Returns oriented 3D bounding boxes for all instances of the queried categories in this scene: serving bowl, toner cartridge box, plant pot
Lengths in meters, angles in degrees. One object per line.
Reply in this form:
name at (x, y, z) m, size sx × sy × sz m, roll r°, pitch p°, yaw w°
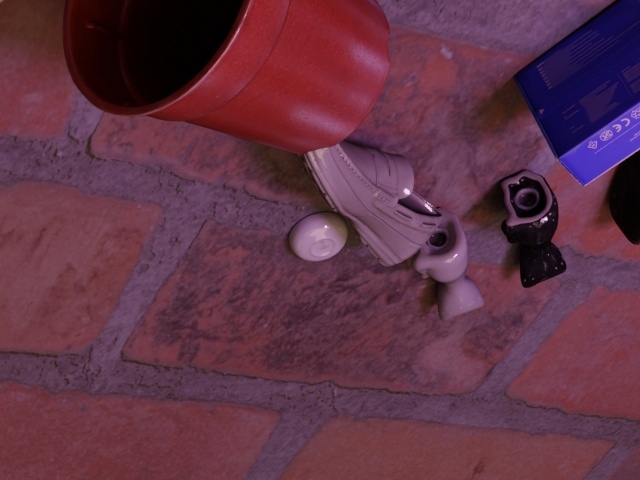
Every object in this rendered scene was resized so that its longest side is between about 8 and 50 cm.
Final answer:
serving bowl at (0.000, 0.000, 1.988) m, size 0.083 × 0.027 × 0.083 m, roll -12°, pitch 138°, yaw -11°
toner cartridge box at (0.419, -0.232, 1.806) m, size 0.348 × 0.165 × 0.075 m, roll -35°, pitch 134°, yaw 18°
plant pot at (-0.080, -0.222, 1.552) m, size 0.272 × 0.272 × 0.265 m, roll -42°, pitch 144°, yaw 22°

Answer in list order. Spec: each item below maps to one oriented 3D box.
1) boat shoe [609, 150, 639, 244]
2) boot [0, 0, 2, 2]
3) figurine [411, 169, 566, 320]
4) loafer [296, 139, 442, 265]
boat shoe at (0.501, -0.125, 2.016) m, size 0.120 × 0.122 × 0.324 m, roll -10°, pitch 147°, yaw -21°
boot at (-0.344, -0.343, 1.420) m, size 0.176 × 0.088 × 0.244 m, roll -39°, pitch 145°, yaw 19°
figurine at (0.240, 0.025, 2.083) m, size 0.215 × 0.092 × 0.209 m, roll -23°, pitch 144°, yaw 2°
loafer at (0.060, -0.078, 1.876) m, size 0.111 × 0.112 × 0.319 m, roll -35°, pitch 146°, yaw 7°
